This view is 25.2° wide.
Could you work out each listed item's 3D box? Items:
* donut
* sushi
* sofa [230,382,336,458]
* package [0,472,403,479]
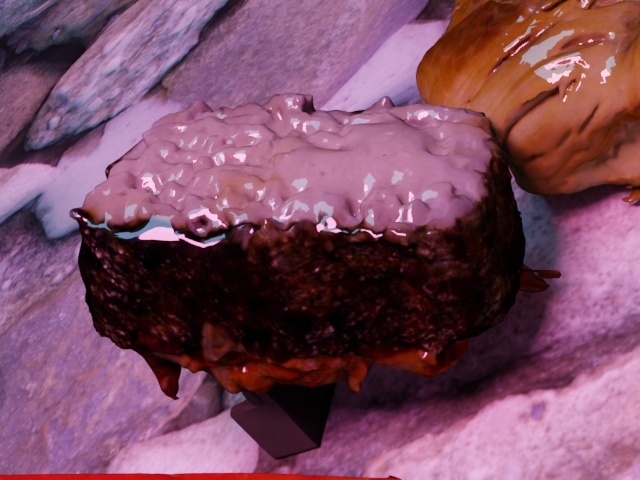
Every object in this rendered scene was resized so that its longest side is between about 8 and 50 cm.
[{"bbox_3d":[0.246,-0.183,1.107,0.360,0.170,0.360,-30,30,19],"label":"donut"},{"bbox_3d":[0.000,0.000,1.044,0.343,0.182,0.196,0,44,12],"label":"sushi"},{"bbox_3d":[-0.031,0.091,1.152,0.060,0.085,0.147,-17,39,32],"label":"sofa"},{"bbox_3d":[-0.089,0.224,0.746,0.123,0.424,0.196,113,155,-46],"label":"package"}]
